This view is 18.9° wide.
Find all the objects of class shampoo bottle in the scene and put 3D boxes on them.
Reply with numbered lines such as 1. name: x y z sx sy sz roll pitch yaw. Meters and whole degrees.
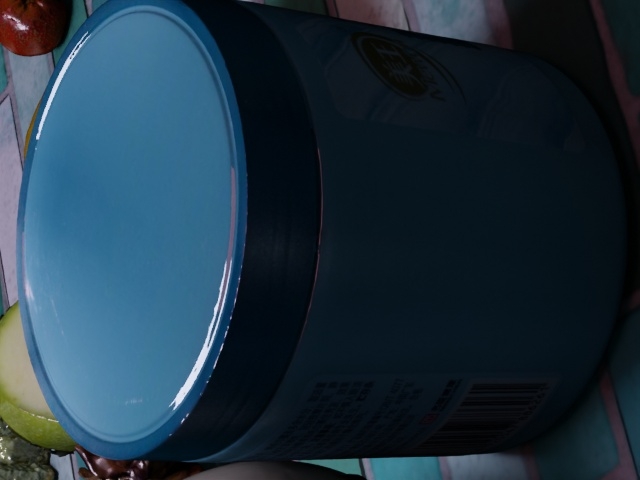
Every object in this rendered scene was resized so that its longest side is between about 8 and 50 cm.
1. shampoo bottle: 0.000 0.000 1.418 0.331 0.343 0.331 -11 77 55

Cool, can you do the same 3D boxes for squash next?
1. squash: -0.193 0.089 1.825 0.260 0.189 0.189 -35 59 54

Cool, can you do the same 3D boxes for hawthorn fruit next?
1. hawthorn fruit: -0.327 -0.247 2.160 0.093 0.093 0.093 -9 79 55

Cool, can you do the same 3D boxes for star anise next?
1. star anise: -0.150 0.219 1.796 0.168 0.168 0.057 -13 51 54

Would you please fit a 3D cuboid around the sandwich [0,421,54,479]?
1. sandwich: -0.346 0.221 2.118 0.088 0.090 0.244 9 94 58

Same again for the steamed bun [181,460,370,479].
1. steamed bun: -0.032 0.317 1.419 0.374 0.334 0.333 103 164 -78

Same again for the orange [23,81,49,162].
1. orange: -0.124 -0.066 1.691 0.279 0.235 0.279 -11 68 28
